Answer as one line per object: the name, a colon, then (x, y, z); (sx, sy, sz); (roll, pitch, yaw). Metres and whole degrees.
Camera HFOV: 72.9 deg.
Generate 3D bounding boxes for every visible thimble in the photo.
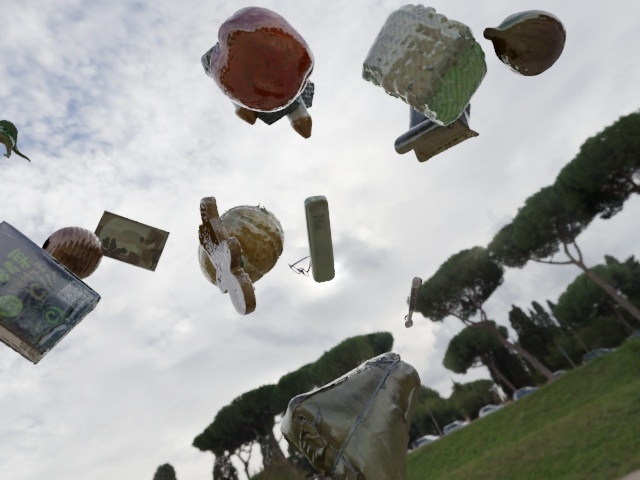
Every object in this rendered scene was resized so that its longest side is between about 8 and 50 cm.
thimble: (0.191, -0.317, 0.789); (0.219, 0.219, 0.150); (13, -64, -42)

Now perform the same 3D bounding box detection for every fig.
fig: (0.351, -0.350, 0.765); (0.155, 0.103, 0.109); (0, -43, -11)

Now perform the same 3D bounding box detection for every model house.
model house: (-0.132, -0.388, 1.154); (0.190, 0.301, 0.271); (-27, 3, 29)

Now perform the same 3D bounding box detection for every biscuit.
biscuit: (-0.227, 0.048, 1.058); (0.049, 0.301, 0.197); (-17, -31, -28)

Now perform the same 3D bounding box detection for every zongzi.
zongzi: (0.147, 0.407, 0.860); (0.323, 0.360, 0.160); (-19, -48, -34)

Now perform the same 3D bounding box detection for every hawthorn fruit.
hawthorn fruit: (-0.103, -0.324, 0.785); (0.189, 0.189, 0.189); (-17, -35, -12)

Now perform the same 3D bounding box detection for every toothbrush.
toothbrush: (0.206, 0.142, 0.972); (0.024, 0.026, 0.288); (-2, -29, 7)

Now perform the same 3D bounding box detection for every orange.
orange: (-0.282, 0.021, 1.514); (0.329, 0.329, 0.249); (-34, -72, 12)

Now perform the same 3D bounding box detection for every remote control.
remote control: (0.001, 0.000, 1.486); (0.090, 0.038, 0.309); (-11, -74, -14)

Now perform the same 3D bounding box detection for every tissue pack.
tissue pack: (-0.552, 0.092, 0.794); (0.235, 0.173, 0.073); (43, -62, -14)

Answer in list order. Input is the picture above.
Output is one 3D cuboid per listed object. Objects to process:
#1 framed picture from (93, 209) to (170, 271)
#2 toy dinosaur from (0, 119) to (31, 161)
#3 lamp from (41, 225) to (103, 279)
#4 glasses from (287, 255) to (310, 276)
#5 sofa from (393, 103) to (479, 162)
framed picture: (-0.576, 0.002, 1.307); (0.201, 0.136, 0.010); (21, -23, -16)
toy dinosaur: (-0.571, -0.185, 0.788); (0.060, 0.029, 0.119); (-64, -30, -16)
lamp: (-0.597, 0.032, 1.042); (0.136, 0.136, 0.136); (-17, -35, -12)
glasses: (-0.056, 0.085, 1.734); (0.104, 0.062, 0.140); (-52, -30, 11)
sofa: (0.270, -0.351, 1.090); (0.182, 0.258, 0.200); (17, -19, -26)
